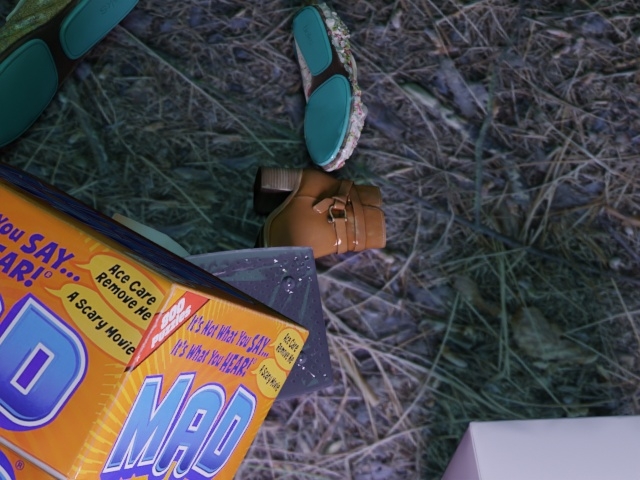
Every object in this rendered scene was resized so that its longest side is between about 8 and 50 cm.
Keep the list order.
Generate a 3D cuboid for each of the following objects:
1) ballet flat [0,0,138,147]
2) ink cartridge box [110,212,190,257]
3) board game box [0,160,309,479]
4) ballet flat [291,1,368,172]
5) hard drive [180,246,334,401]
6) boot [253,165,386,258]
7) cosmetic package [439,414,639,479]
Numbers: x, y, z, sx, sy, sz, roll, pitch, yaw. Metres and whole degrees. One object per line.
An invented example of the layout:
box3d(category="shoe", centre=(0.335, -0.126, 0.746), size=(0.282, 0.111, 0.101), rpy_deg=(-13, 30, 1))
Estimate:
box3d(category="ballet flat", centre=(-0.344, -0.230, 2.124), size=(0.123, 0.123, 0.348), rpy_deg=(32, 58, 9))
box3d(category="ink cartridge box", centre=(-0.181, 0.066, 1.999), size=(0.179, 0.045, 0.145), rpy_deg=(22, 56, 5))
box3d(category="board game box", centre=(-0.289, 0.137, 1.621), size=(0.356, 0.356, 0.356), rpy_deg=(28, 91, 19))
box3d(category="ballet flat", centre=(0.021, -0.183, 2.184), size=(0.077, 0.091, 0.241), rpy_deg=(23, 50, -43))
box3d(category="hard drive", centre=(-0.123, 0.101, 1.944), size=(0.254, 0.054, 0.172), rpy_deg=(-9, 86, -13))
box3d(category="boot", centre=(0.000, 0.000, 2.065), size=(0.152, 0.073, 0.197), rpy_deg=(9, 59, -11))
box3d(category="cosmetic package", centre=(0.242, 0.287, 1.837), size=(0.224, 0.225, 0.138), rpy_deg=(-1, 58, -13))
